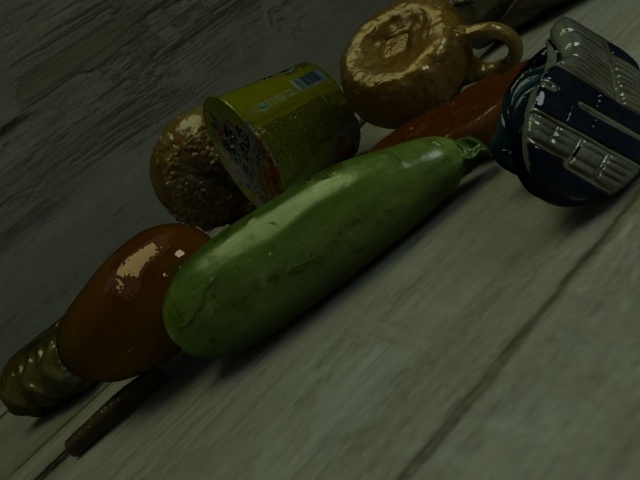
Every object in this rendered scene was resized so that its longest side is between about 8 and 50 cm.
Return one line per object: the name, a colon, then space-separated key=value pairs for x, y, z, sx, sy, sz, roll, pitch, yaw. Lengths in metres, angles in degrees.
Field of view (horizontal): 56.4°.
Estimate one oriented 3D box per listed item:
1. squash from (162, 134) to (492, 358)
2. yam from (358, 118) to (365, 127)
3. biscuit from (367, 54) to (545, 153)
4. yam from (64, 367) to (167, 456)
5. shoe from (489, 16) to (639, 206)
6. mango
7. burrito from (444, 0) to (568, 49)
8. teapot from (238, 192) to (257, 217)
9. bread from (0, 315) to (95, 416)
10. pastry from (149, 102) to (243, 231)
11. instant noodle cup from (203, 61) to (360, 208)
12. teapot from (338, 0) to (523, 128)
squash: x=-0.005 y=-0.006 z=0.598 sx=0.371 sy=0.118 sz=0.118 roll=-35 pitch=14 yaw=10
yam: x=0.095 y=-0.279 z=1.418 sx=0.014 sy=0.014 sz=0.107 roll=-21 pitch=23 yaw=54
biscuit: x=0.139 y=-0.117 z=0.714 sx=0.202 sy=0.047 sz=0.334 roll=-49 pitch=14 yaw=-31
yam: x=-0.255 y=0.210 z=0.742 sx=0.145 sy=0.032 sz=0.032 roll=-42 pitch=14 yaw=-4
shoe: x=0.182 y=-0.087 z=0.456 sx=0.106 sy=0.092 sz=0.207 roll=-57 pitch=3 yaw=42
mango: x=-0.224 y=0.086 z=0.729 sx=0.254 sy=0.139 sz=0.175 roll=-41 pitch=13 yaw=14
burrito: x=0.365 y=-0.449 z=0.996 sx=0.190 sy=0.135 sz=0.332 roll=-55 pitch=21 yaw=-20
teapot: x=-0.131 y=-0.101 z=1.309 sx=0.129 sy=0.078 sz=0.098 roll=-35 pitch=14 yaw=18
bread: x=-0.478 y=0.226 z=1.077 sx=0.268 sy=0.130 sz=0.152 roll=-32 pitch=20 yaw=32
pastry: x=-0.257 y=-0.158 z=1.409 sx=0.315 sy=0.285 sz=0.184 roll=-60 pitch=22 yaw=25
instant noodle cup: x=-0.067 y=-0.197 z=1.119 sx=0.200 sy=0.264 sz=0.264 roll=-36 pitch=12 yaw=-20
teapot: x=0.154 y=-0.251 z=0.911 sx=0.311 sy=0.167 sz=0.203 roll=-7 pitch=59 yaw=33
